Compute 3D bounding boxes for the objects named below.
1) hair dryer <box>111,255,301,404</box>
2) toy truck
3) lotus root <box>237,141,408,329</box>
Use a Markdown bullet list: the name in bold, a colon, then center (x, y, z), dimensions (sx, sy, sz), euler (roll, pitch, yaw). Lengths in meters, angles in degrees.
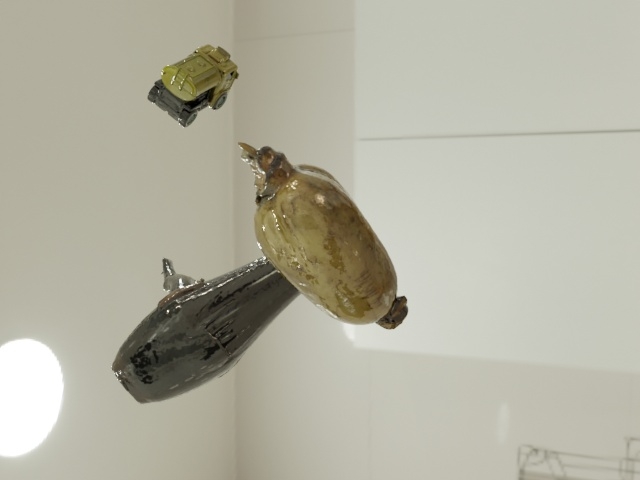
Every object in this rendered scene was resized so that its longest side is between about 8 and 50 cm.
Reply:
- **hair dryer**: center (-0.144, 0.050, 1.134), dimensions (0.304, 0.359, 0.120), euler (-39, -66, -7)
- **toy truck**: center (-0.117, -0.150, 0.828), dimensions (0.083, 0.049, 0.054), euler (-44, -10, -51)
- **lotus root**: center (0.000, 0.000, 0.517), dimensions (0.152, 0.063, 0.072), euler (52, -166, -21)
